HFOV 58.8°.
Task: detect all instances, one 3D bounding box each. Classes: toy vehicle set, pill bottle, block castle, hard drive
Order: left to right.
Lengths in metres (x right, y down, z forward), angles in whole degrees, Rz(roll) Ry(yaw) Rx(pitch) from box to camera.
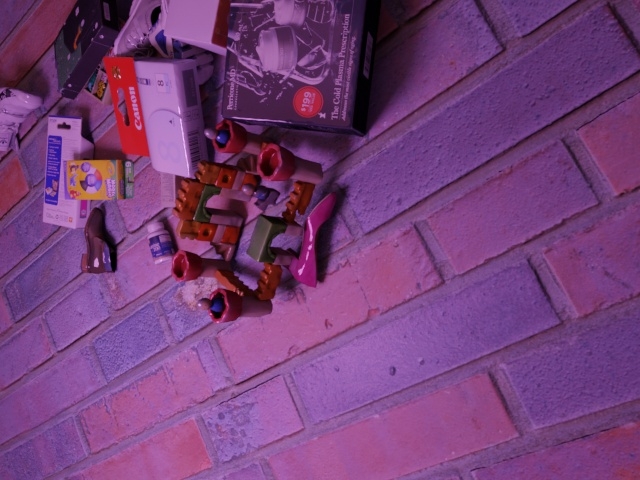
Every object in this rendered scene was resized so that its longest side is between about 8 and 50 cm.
[{"bbox_3d":[-0.729,-0.628,1.759,0.339,0.064,0.236,-34,60,37],"label":"hard drive"},{"bbox_3d":[-0.690,-0.590,1.821,0.166,0.035,0.266,34,109,25],"label":"toy vehicle set"},{"bbox_3d":[-0.482,0.009,1.710,0.067,0.067,0.120,-23,81,29],"label":"pill bottle"},{"bbox_3d":[-0.214,-0.052,1.421,0.303,0.213,0.452,35,110,42],"label":"block castle"}]

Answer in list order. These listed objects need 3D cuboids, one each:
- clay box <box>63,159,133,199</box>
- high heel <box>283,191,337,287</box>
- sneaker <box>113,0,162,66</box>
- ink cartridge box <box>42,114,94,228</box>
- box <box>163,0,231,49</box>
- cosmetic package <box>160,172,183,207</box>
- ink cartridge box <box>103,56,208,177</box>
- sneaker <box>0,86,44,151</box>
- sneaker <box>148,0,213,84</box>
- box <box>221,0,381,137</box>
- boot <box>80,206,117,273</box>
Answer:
[{"bbox_3d":[-0.706,-0.193,1.810,0.222,0.053,0.127,0,94,14],"label":"clay box"},{"bbox_3d":[0.000,0.000,1.429,0.117,0.082,0.244,36,102,5],"label":"high heel"},{"bbox_3d":[-0.524,-0.602,1.682,0.115,0.105,0.281,28,105,27],"label":"sneaker"},{"bbox_3d":[-0.852,-0.231,1.919,0.176,0.069,0.370,10,100,29],"label":"ink cartridge box"},{"bbox_3d":[-0.236,-0.659,1.445,0.168,0.215,0.345,20,103,28],"label":"box"},{"bbox_3d":[-0.441,-0.156,1.693,0.060,0.041,0.115,2,94,30],"label":"cosmetic package"},{"bbox_3d":[-0.499,-0.363,1.627,0.385,0.091,0.307,13,120,31],"label":"ink cartridge box"},{"bbox_3d":[-1.102,-0.424,2.020,0.366,0.137,0.210,6,96,35],"label":"sneaker"},{"bbox_3d":[-0.409,-0.600,1.566,0.182,0.127,0.315,27,134,35],"label":"sneaker"},{"bbox_3d":[-0.042,-0.431,1.319,0.313,0.179,0.342,7,97,14],"label":"box"},{"bbox_3d":[-0.708,0.004,1.856,0.106,0.082,0.219,8,93,8],"label":"boot"}]
